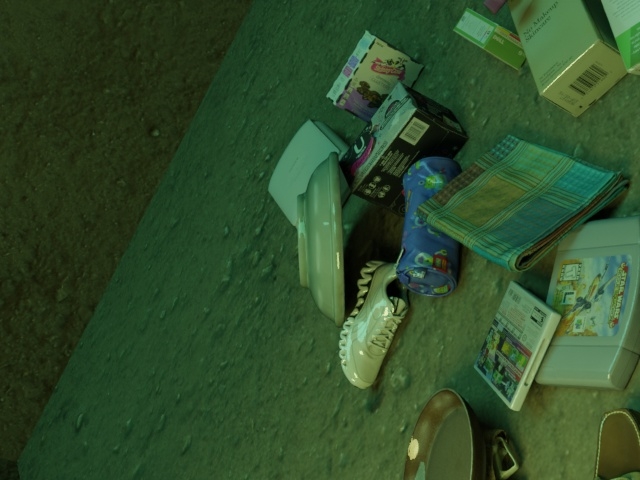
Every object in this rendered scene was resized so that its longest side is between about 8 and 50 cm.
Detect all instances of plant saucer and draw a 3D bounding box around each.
[{"bbox_3d":[0.000,0.000,2.180,0.400,0.100,0.401,-3,-90,-90],"label":"plant saucer"},{"bbox_3d":[0.221,0.419,1.700,0.310,0.050,0.311,-168,90,-78],"label":"plant saucer"}]

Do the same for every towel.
[{"bbox_3d":[0.363,-0.082,1.812,0.271,0.040,0.370,-38,28,-8],"label":"towel"}]

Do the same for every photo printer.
[{"bbox_3d":[-0.024,-0.179,2.571,0.256,0.107,0.307,-58,30,14],"label":"photo printer"}]

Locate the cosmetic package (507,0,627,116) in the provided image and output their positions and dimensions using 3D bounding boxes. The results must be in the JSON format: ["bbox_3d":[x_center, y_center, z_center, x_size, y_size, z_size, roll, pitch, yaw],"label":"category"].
[{"bbox_3d":[0.488,-0.412,1.891,0.160,0.113,0.309,-45,35,34],"label":"cosmetic package"}]

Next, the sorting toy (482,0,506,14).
[{"bbox_3d":[0.366,-0.569,2.026,0.127,0.126,0.365,-47,2,29],"label":"sorting toy"}]

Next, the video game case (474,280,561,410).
[{"bbox_3d":[0.347,0.182,1.704,0.201,0.023,0.183,-125,56,-73],"label":"video game case"}]

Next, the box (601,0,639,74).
[{"bbox_3d":[0.602,-0.491,1.707,0.232,0.058,0.322,-32,63,45],"label":"box"}]

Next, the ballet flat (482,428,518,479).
[{"bbox_3d":[0.307,0.407,1.626,0.067,0.073,0.206,-31,46,25],"label":"ballet flat"}]

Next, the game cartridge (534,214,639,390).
[{"bbox_3d":[0.466,0.101,1.607,0.198,0.062,0.297,-13,57,60],"label":"game cartridge"}]

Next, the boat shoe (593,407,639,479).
[{"bbox_3d":[0.438,0.390,1.362,0.122,0.120,0.324,-35,41,43],"label":"boat shoe"}]

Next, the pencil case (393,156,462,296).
[{"bbox_3d":[0.228,-0.031,2.020,0.119,0.133,0.306,105,173,-61],"label":"pencil case"}]

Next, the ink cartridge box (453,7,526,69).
[{"bbox_3d":[0.385,-0.431,2.078,0.062,0.109,0.209,-58,30,14],"label":"ink cartridge box"}]

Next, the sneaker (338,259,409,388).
[{"bbox_3d":[0.124,0.177,2.073,0.118,0.110,0.292,-5,64,48],"label":"sneaker"}]

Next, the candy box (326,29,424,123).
[{"bbox_3d":[0.138,-0.400,2.408,0.196,0.164,0.070,-58,30,14],"label":"candy box"}]

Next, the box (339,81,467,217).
[{"bbox_3d":[0.183,-0.208,2.189,0.247,0.163,0.142,-53,31,22],"label":"box"}]
